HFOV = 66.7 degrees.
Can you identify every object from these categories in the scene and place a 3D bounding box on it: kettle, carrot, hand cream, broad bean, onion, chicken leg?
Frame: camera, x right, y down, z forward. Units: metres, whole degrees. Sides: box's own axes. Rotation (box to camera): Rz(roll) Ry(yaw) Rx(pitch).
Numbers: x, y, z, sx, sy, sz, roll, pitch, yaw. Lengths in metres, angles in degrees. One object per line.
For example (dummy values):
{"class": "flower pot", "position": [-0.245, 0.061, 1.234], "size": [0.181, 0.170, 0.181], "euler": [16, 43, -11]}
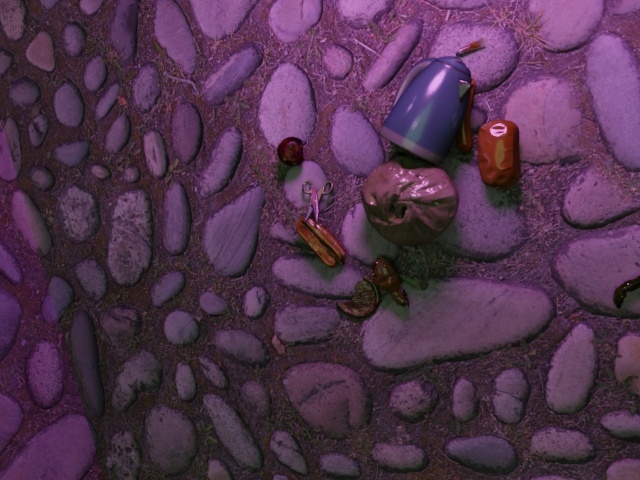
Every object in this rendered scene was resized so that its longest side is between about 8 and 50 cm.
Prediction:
{"class": "kettle", "position": [0.368, -0.483, 1.702], "size": [0.319, 0.247, 0.342], "euler": [44, 113, 46]}
{"class": "carrot", "position": [0.515, -0.440, 1.736], "size": [0.066, 0.062, 0.271], "euler": [1, 96, 25]}
{"class": "hand cream", "position": [0.529, -0.683, 1.721], "size": [0.102, 0.022, 0.035], "euler": [-18, 85, 17]}
{"class": "broad bean", "position": [1.056, 0.148, 1.621], "size": [0.061, 0.046, 0.195], "euler": [43, 114, -2]}
{"class": "onion", "position": [-0.119, -0.357, 1.950], "size": [0.119, 0.118, 0.117], "euler": [-13, 70, 21]}
{"class": "chicken leg", "position": [0.268, 0.169, 1.898], "size": [0.103, 0.088, 0.227], "euler": [-27, 93, 11]}

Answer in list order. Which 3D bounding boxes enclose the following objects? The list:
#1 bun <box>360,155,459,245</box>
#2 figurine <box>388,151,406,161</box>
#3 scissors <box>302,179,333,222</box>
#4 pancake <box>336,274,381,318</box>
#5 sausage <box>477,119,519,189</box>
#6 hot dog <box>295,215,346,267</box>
{"class": "bun", "position": [0.305, -0.128, 1.748], "size": [0.362, 0.234, 0.326], "euler": [14, 122, 28]}
{"class": "figurine", "position": [0.278, -0.281, 1.847], "size": [0.129, 0.054, 0.072], "euler": [-41, 94, 21]}
{"class": "scissors", "position": [-0.024, -0.158, 1.954], "size": [0.134, 0.020, 0.187], "euler": [4, 73, 20]}
{"class": "pancake", "position": [0.156, 0.227, 1.974], "size": [0.184, 0.020, 0.190], "euler": [9, 100, 20]}
{"class": "sausage", "position": [0.620, -0.296, 1.685], "size": [0.136, 0.120, 0.241], "euler": [-4, 96, 35]}
{"class": "hot dog", "position": [0.000, 0.000, 1.975], "size": [0.109, 0.072, 0.269], "euler": [-42, 83, 18]}
